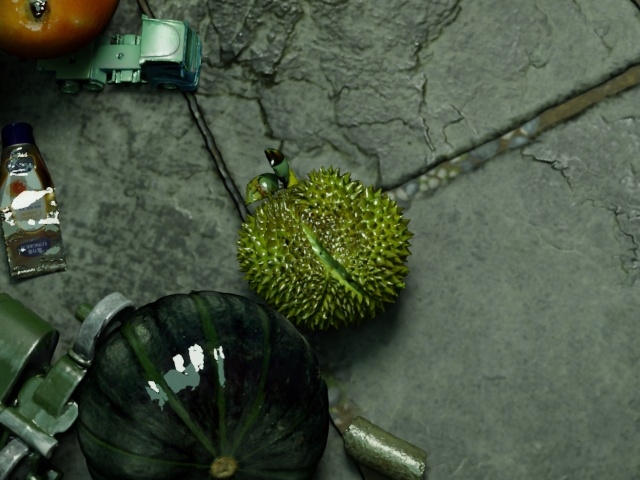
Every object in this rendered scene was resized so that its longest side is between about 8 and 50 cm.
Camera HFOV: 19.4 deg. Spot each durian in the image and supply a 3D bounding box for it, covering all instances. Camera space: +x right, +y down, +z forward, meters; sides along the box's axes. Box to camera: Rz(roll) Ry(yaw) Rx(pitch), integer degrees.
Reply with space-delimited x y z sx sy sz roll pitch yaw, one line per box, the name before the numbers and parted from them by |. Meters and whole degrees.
durian | -0.003 0.014 1.850 0.198 0.146 0.159 13 59 36

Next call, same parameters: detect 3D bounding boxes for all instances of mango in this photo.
mango | -0.273 -0.272 1.929 0.146 0.129 0.289 -8 31 14

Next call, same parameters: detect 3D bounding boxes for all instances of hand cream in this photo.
hand cream | -0.308 -0.043 1.972 0.062 0.039 0.163 -9 76 -9

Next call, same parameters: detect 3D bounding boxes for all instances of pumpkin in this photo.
pumpkin | -0.113 0.166 1.796 0.250 0.216 0.249 -3 100 -18

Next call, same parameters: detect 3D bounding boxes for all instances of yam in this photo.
yam | 0.064 0.209 1.842 0.094 0.043 0.043 26 81 13

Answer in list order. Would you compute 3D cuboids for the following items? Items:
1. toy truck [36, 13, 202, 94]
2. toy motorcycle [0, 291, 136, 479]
toy truck | -0.216 -0.198 1.971 0.175 0.081 0.067 1 74 10
toy motorcycle | -0.308 0.142 1.885 0.205 0.127 0.275 35 91 17
